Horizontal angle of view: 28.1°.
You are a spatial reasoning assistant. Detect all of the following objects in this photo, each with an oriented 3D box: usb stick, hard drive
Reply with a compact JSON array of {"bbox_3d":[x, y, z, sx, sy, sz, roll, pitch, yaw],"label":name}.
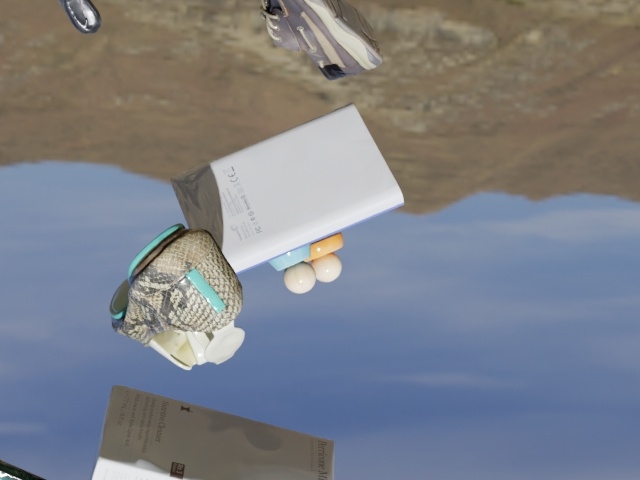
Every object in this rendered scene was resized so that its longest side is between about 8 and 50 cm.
[{"bbox_3d":[-0.394,-0.382,2.039,0.045,0.077,0.278,-36,-155,-2],"label":"usb stick"},{"bbox_3d":[-0.056,-0.077,2.000,0.319,0.040,0.210,-23,-127,-4],"label":"hard drive"}]

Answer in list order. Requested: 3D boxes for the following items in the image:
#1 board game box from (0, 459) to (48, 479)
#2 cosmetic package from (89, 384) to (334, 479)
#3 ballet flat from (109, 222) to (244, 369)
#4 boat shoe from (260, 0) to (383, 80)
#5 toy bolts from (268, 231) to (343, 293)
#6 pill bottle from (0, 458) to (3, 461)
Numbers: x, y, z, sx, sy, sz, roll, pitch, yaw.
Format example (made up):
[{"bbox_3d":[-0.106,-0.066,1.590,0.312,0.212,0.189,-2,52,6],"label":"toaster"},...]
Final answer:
[{"bbox_3d":[-0.434,0.311,1.550,0.186,0.126,0.026,27,-162,-15],"label":"board game box"},{"bbox_3d":[-0.176,0.393,2.069,0.385,0.156,0.217,14,-153,-9],"label":"cosmetic package"},{"bbox_3d":[-0.190,0.096,1.752,0.164,0.182,0.483,-41,-177,-14],"label":"ballet flat"},{"bbox_3d":[-0.035,-0.379,2.160,0.355,0.130,0.132,40,-154,-38],"label":"boat shoe"},{"bbox_3d":[0.000,0.000,2.361,0.218,0.158,0.228,-22,179,37],"label":"toy bolts"},{"bbox_3d":[-0.604,0.486,1.911,0.363,0.210,0.210,-32,-156,-24],"label":"pill bottle"}]
